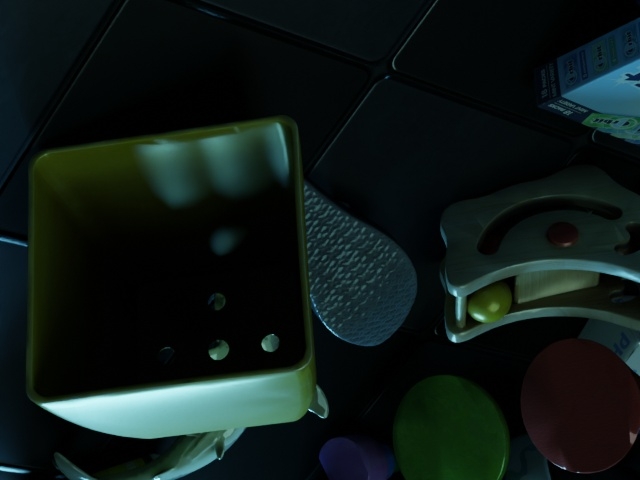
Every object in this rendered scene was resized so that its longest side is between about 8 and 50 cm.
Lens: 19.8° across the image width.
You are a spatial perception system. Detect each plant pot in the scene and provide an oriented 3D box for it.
[{"bbox_3d":[-0.100,0.050,1.438,0.212,0.212,0.187,-8,153,7],"label":"plant pot"}]

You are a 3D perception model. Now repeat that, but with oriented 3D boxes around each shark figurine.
[{"bbox_3d":[-0.106,0.145,1.635,0.166,0.116,0.278,38,101,-12],"label":"shark figurine"}]

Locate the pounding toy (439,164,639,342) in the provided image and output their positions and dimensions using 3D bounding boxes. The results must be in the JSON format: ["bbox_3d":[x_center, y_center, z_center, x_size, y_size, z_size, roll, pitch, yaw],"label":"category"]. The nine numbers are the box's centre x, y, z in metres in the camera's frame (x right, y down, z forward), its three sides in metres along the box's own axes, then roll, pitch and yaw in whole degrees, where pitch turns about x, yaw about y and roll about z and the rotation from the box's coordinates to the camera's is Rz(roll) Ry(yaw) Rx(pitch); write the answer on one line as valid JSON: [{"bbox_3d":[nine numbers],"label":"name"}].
[{"bbox_3d":[0.234,0.039,1.672,0.269,0.154,0.155,-17,137,-13],"label":"pounding toy"}]

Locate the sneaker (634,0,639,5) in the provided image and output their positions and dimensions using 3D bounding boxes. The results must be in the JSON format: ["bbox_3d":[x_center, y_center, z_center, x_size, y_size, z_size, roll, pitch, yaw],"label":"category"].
[{"bbox_3d":[0.357,-0.207,1.554,0.221,0.083,0.087,-3,141,-22],"label":"sneaker"}]

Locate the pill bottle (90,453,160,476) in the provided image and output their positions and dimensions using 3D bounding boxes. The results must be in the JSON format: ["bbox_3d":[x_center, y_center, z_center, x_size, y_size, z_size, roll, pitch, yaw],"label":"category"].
[{"bbox_3d":[-0.218,0.272,1.689,0.184,0.103,0.103,-17,138,-13],"label":"pill bottle"}]

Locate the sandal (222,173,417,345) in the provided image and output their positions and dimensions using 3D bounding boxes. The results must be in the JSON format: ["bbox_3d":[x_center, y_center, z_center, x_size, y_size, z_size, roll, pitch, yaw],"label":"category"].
[{"bbox_3d":[0.000,-0.001,1.587,0.097,0.054,0.254,-41,129,3],"label":"sandal"}]

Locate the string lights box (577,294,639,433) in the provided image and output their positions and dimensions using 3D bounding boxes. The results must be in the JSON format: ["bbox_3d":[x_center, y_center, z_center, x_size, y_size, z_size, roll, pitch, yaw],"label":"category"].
[{"bbox_3d":[0.382,0.131,1.906,0.259,0.077,0.133,4,129,-32],"label":"string lights box"}]

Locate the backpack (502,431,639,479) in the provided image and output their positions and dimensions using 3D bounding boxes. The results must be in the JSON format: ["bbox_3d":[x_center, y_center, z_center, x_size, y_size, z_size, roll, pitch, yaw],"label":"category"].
[{"bbox_3d":[0.249,0.334,1.872,0.273,0.290,0.355,-13,153,10],"label":"backpack"}]

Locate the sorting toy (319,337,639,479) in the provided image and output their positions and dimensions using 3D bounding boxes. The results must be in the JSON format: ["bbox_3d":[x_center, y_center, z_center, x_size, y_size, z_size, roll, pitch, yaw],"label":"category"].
[{"bbox_3d":[0.173,0.180,1.751,0.365,0.127,0.126,-21,170,36],"label":"sorting toy"}]

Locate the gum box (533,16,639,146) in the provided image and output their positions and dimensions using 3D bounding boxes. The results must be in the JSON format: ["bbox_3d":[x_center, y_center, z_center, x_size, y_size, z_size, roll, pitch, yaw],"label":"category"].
[{"bbox_3d":[0.302,-0.142,1.552,0.157,0.041,0.184,15,151,-39],"label":"gum box"}]
